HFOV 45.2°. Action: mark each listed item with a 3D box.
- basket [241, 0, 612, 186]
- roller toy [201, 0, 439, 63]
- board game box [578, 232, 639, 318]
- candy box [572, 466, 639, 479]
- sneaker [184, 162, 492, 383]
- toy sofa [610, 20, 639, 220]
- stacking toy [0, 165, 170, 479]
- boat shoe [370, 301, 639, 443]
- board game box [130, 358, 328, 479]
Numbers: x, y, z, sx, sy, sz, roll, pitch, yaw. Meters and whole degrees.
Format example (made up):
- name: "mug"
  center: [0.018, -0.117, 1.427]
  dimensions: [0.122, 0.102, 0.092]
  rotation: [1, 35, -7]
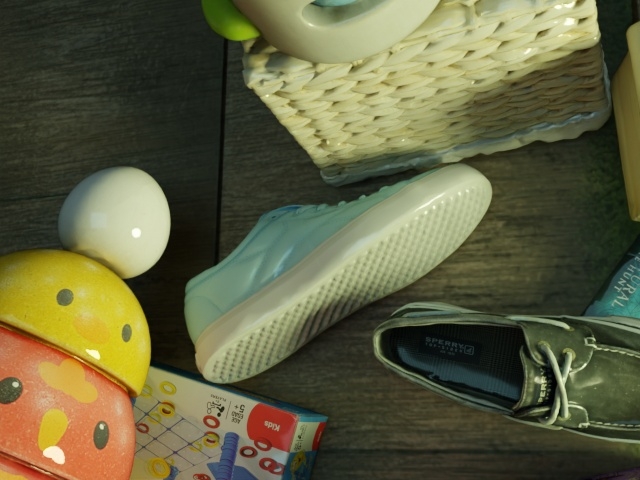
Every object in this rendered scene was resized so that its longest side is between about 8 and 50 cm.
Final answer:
- name: "basket"
  center: [0.103, -0.269, 0.784]
  dimensions: [0.331, 0.266, 0.328]
  rotation: [-11, 73, 16]
- name: "roller toy"
  center: [0.003, -0.251, 0.590]
  dimensions: [0.191, 0.146, 0.209]
  rotation: [19, 83, 22]
- name: "board game box"
  center: [0.355, 0.043, 0.747]
  dimensions: [0.126, 0.026, 0.186]
  rotation: [35, 92, 24]
- name: "candy box"
  center: [0.215, 0.253, 0.676]
  dimensions: [0.196, 0.165, 0.070]
  rotation: [-17, 72, 16]
- name: "sneaker"
  center: [0.000, 0.000, 0.833]
  dimensions: [0.366, 0.135, 0.150]
  rotation: [-31, 59, 4]
- name: "toy sofa"
  center: [0.443, -0.118, 0.631]
  dimensions: [0.363, 0.177, 0.150]
  rotation: [-4, 76, 5]
- name: "stacking toy"
  center: [-0.289, 0.125, 0.756]
  dimensions: [0.351, 0.350, 0.479]
  rotation: [11, 67, 22]
- name: "boat shoe"
  center: [0.204, 0.130, 0.722]
  dimensions: [0.335, 0.119, 0.121]
  rotation: [4, 97, 26]
- name: "board game box"
  center: [-0.183, 0.297, 0.855]
  dimensions: [0.308, 0.086, 0.301]
  rotation: [12, 82, 22]
